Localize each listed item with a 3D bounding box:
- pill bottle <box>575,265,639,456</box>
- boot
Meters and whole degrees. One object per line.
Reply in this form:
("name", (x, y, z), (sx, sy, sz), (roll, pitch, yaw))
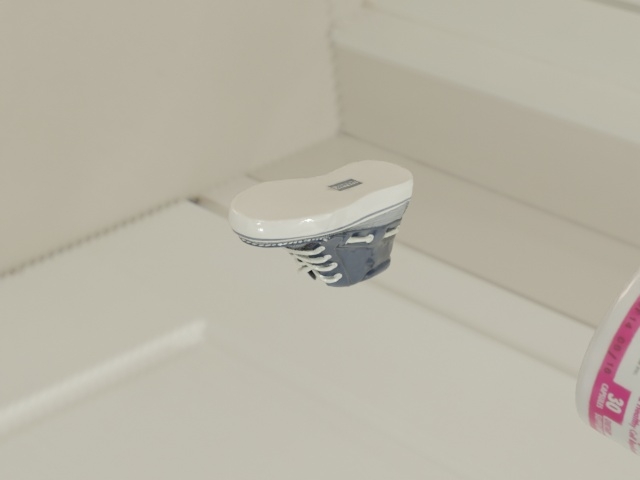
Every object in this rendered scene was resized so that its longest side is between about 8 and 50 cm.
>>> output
("pill bottle", (0.347, 0.134, 1.480), (0.160, 0.283, 0.160), (-42, 149, -33))
("boot", (0.000, 0.000, 1.469), (0.190, 0.069, 0.086), (-15, 123, -48))
